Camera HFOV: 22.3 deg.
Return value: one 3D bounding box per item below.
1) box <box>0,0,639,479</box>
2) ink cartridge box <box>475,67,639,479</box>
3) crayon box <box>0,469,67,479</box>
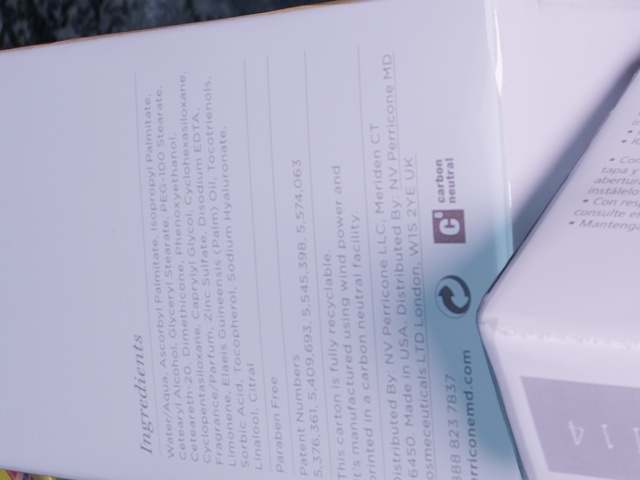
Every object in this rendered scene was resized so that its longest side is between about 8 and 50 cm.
[{"bbox_3d":[0.000,0.000,0.647,0.345,0.215,0.168,-1,95,43],"label":"box"},{"bbox_3d":[0.226,-0.027,0.416,0.296,0.261,0.066,3,129,34],"label":"ink cartridge box"},{"bbox_3d":[-0.177,0.104,0.915,0.165,0.081,0.278,-23,80,42],"label":"crayon box"}]
